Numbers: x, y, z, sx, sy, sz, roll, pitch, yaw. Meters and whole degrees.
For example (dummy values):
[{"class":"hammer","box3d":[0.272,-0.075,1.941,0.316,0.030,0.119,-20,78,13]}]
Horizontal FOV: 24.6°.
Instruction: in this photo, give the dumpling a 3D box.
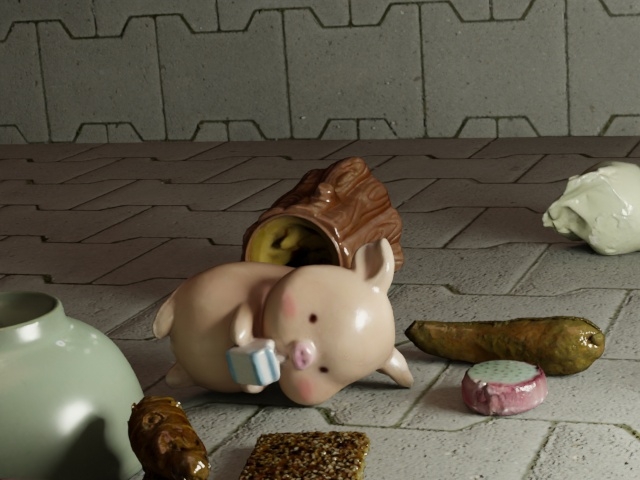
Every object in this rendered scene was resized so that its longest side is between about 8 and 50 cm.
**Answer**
[{"class":"dumpling","box3d":[0.470,-0.043,2.412,0.258,0.147,0.193,14,-36,-35]}]

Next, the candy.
[{"class":"candy","box3d":[0.218,0.174,1.746,0.103,0.043,0.103,-4,13,1]}]

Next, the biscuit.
[{"class":"biscuit","box3d":[-0.020,0.248,1.542,0.131,0.026,0.237,-4,12,8]}]

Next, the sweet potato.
[{"class":"sweet potato","box3d":[0.237,0.130,1.876,0.273,0.075,0.075,1,14,32]}]

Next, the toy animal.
[{"class":"toy animal","box3d":[-0.044,0.106,1.808,0.256,0.195,0.213,8,26,35]}]

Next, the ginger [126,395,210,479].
[{"class":"ginger","box3d":[-0.157,0.233,1.501,0.073,0.103,0.162,-13,24,-16]}]

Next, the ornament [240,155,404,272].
[{"class":"ornament","box3d":[0.000,0.000,2.234,0.235,0.221,0.217,26,24,11]}]

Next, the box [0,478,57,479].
[{"class":"box","box3d":[-0.236,0.273,1.313,0.156,0.111,0.060,1,6,16]}]

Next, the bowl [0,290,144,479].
[{"class":"bowl","box3d":[-0.368,0.168,1.649,0.354,0.185,0.354,-4,13,1]}]
